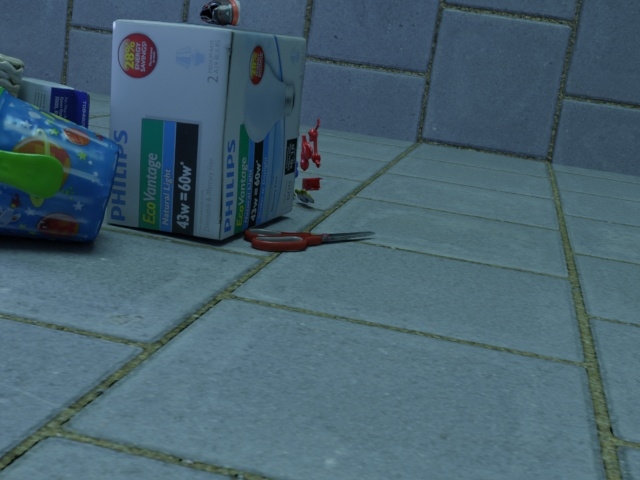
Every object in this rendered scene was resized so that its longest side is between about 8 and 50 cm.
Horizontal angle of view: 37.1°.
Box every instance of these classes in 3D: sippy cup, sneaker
[{"bbox_3d":[-0.434,-0.100,1.463,0.224,0.240,0.305,15,35,-16],"label":"sippy cup"},{"bbox_3d":[-0.198,-0.432,1.789,0.065,0.061,0.158,-6,13,-21],"label":"sneaker"}]

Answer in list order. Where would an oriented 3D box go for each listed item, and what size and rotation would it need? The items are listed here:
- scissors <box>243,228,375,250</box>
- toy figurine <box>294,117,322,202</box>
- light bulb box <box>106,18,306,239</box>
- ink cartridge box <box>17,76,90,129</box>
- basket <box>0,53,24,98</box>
[{"bbox_3d":[0.000,0.000,1.706,0.297,0.021,0.109,1,11,-31],"label":"scissors"},{"bbox_3d":[-0.169,-0.192,2.106,0.217,0.191,0.362,-4,15,-27],"label":"toy figurine"},{"bbox_3d":[-0.199,-0.211,1.741,0.225,0.358,0.361,8,13,17],"label":"light bulb box"},{"bbox_3d":[-0.486,-0.167,1.683,0.045,0.223,0.224,-4,16,-43],"label":"ink cartridge box"},{"bbox_3d":[-0.738,-0.249,1.683,0.331,0.266,0.328,14,7,-41],"label":"basket"}]
